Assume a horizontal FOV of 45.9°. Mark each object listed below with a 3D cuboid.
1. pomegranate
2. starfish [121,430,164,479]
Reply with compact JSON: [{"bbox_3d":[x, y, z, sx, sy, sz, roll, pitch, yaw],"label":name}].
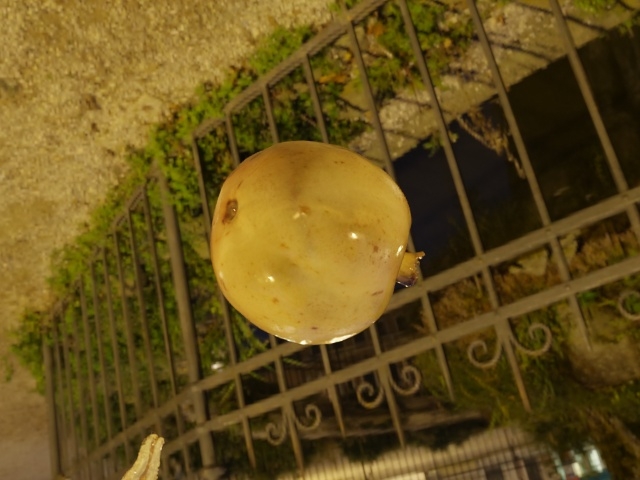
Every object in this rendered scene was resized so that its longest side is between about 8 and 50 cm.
[{"bbox_3d":[0.000,0.000,1.103,0.318,0.319,0.319,-11,159,-4],"label":"pomegranate"},{"bbox_3d":[-0.174,0.305,0.726,0.231,0.048,0.295,-43,125,-16],"label":"starfish"}]
